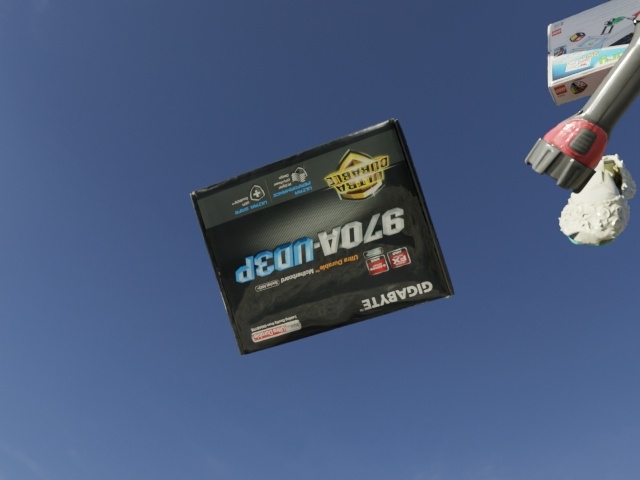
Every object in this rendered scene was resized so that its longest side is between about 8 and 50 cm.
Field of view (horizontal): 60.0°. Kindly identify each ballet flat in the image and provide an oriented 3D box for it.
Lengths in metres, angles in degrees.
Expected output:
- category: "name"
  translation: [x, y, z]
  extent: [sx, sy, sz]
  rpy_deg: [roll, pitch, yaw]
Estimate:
- category: "ballet flat"
  translation: [0.644, -0.112, 1.293]
  extent: [0.147, 0.409, 0.147]
  rpy_deg: [13, -64, 28]

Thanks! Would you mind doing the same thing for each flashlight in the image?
- category: "flashlight"
  translation: [0.440, -0.220, 0.834]
  extent: [0.103, 0.103, 0.304]
  rpy_deg: [15, -64, -37]

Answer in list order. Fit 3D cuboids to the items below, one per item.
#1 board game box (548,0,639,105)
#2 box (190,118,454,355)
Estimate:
- category: "board game box"
  translation: [0.545, -0.352, 0.930]
  extent: [0.305, 0.193, 0.053]
  rpy_deg: [-12, -45, 35]
- category: "box"
  translation: [0.000, 0.000, 0.552]
  extent: [0.220, 0.051, 0.175]
  rpy_deg: [-17, -91, 12]
